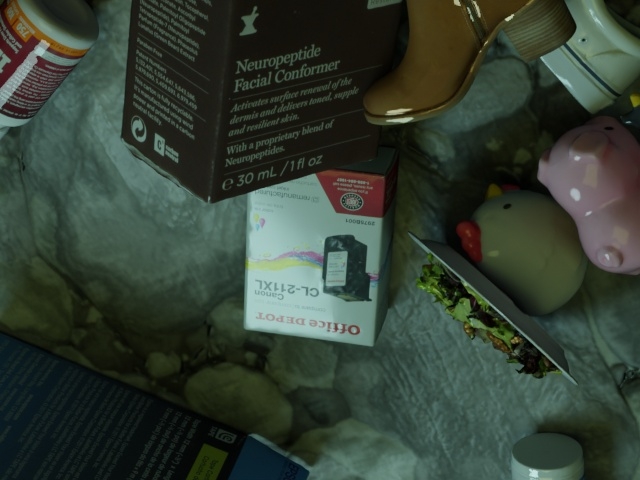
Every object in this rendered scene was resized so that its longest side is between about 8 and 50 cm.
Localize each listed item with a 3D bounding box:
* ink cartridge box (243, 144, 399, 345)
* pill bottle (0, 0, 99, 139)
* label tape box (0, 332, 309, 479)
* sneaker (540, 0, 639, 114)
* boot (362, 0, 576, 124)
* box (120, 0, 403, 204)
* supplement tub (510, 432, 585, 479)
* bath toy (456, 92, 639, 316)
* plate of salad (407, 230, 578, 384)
[{"bbox_3d":[0.000,0.000,1.562,0.127,0.072,0.175,7,116,9],"label":"ink cartridge box"},{"bbox_3d":[-0.274,-0.159,1.539,0.086,0.086,0.152,40,117,-8],"label":"pill bottle"},{"bbox_3d":[-0.208,0.247,1.628,0.348,0.249,0.115,24,118,1],"label":"label tape box"},{"bbox_3d":[0.180,-0.224,1.414,0.091,0.094,0.258,-40,109,14],"label":"sneaker"},{"bbox_3d":[0.086,-0.188,1.354,0.197,0.073,0.152,-28,118,20],"label":"boot"},{"bbox_3d":[-0.034,-0.237,1.363,0.143,0.191,0.381,35,129,40],"label":"box"},{"bbox_3d":[0.218,0.246,1.633,0.071,0.071,0.107,1,116,12],"label":"supplement tub"},{"bbox_3d":[0.246,-0.046,1.406,0.129,0.151,0.348,16,151,-35],"label":"bath toy"},{"bbox_3d":[0.144,0.066,1.495,0.200,0.200,0.048,43,91,-9],"label":"plate of salad"}]
